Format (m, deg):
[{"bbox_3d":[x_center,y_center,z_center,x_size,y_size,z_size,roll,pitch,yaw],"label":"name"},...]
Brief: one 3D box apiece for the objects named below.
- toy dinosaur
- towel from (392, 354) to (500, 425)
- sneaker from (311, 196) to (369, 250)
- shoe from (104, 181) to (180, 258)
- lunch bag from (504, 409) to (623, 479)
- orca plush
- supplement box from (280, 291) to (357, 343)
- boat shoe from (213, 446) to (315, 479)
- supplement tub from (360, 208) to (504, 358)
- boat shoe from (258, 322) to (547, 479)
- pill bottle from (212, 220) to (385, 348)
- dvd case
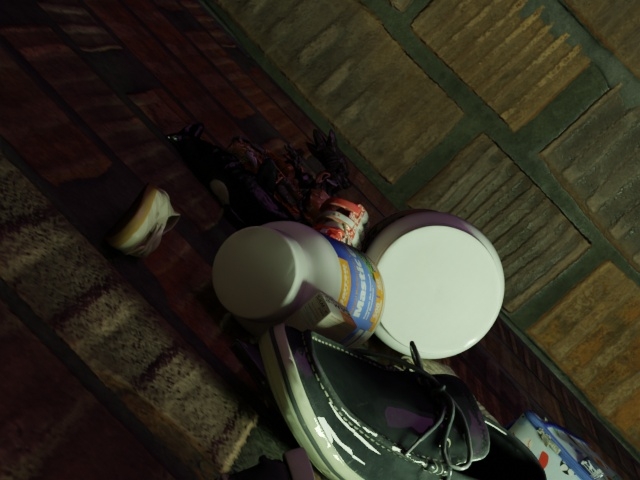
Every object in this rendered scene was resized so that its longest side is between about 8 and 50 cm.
[{"bbox_3d":[-0.034,-0.061,2.477,0.322,0.164,0.218,62,18,-23],"label":"toy dinosaur"},{"bbox_3d":[0.219,0.268,2.374,0.187,0.049,0.282,50,10,18],"label":"towel"},{"bbox_3d":[-0.001,0.000,2.166,0.090,0.145,0.270,16,-4,18],"label":"sneaker"},{"bbox_3d":[-0.195,-0.022,1.674,0.058,0.076,0.219,40,8,-7],"label":"shoe"},{"bbox_3d":[0.436,0.408,2.557,0.243,0.115,0.303,50,9,31],"label":"lunch bag"},{"bbox_3d":[-0.107,-0.092,2.270,0.287,0.102,0.151,51,11,28],"label":"orca plush"},{"bbox_3d":[-0.014,0.111,1.729,0.062,0.098,0.036,34,21,-51],"label":"supplement box"},{"bbox_3d":[-0.026,0.277,1.154,0.302,0.091,0.114,-115,-168,-67],"label":"boat shoe"},{"bbox_3d":[0.167,0.065,2.321,0.228,0.228,0.316,46,0,-3],"label":"supplement tub"},{"bbox_3d":[0.103,0.214,1.690,0.500,0.156,0.187,40,23,-42],"label":"boat shoe"},{"bbox_3d":[-0.029,0.058,1.840,0.152,0.152,0.272,50,10,20],"label":"pill bottle"},{"bbox_3d":[-0.009,0.198,1.757,0.164,0.018,0.221,51,10,26],"label":"dvd case"}]
